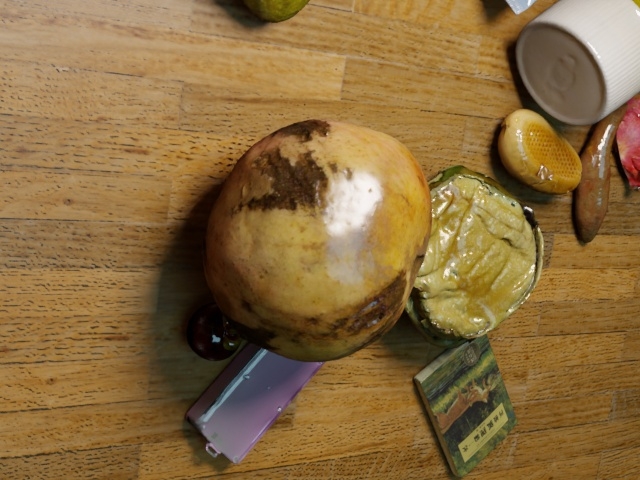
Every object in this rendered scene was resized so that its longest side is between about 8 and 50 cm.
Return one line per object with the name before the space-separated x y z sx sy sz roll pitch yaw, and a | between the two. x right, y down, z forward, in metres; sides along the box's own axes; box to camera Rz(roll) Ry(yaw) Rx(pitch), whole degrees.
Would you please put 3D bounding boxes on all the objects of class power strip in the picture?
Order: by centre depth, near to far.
power strip | -0.075 0.195 1.439 0.279 0.037 0.109 -48 124 -14

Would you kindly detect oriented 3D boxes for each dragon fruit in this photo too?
dragon fruit | 0.608 -0.191 1.746 0.161 0.126 0.274 -14 110 -31

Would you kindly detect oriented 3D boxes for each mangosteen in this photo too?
mangosteen | -0.143 0.127 1.350 0.081 0.081 0.081 -10 108 -32

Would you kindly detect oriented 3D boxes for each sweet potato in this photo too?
sweet potato | 0.479 -0.115 1.720 0.078 0.058 0.255 0 107 -31

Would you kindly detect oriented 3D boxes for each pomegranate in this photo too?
pomegranate | 0.000 0.000 1.288 0.322 0.322 0.322 -10 108 -32

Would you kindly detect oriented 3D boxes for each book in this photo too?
book | 0.254 0.278 1.698 0.160 0.024 0.228 -36 120 -24

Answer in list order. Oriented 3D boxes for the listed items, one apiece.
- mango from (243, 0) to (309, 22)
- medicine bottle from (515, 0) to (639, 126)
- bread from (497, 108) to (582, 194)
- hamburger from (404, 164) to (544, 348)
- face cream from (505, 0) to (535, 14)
mango | -0.088 -0.414 1.189 0.176 0.175 0.329 -25 128 25
medicine bottle | 0.507 -0.355 1.571 0.384 0.224 0.224 -35 120 -22
bread | 0.352 -0.140 1.618 0.189 0.077 0.114 33 63 -35
hamburger | 0.216 0.025 1.537 0.265 0.134 0.285 -41 115 -15
face cream | 0.401 -0.479 1.549 0.385 0.086 0.135 -31 82 -23
